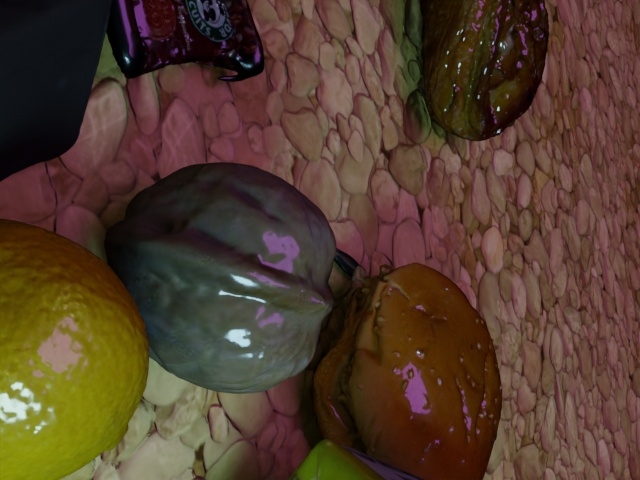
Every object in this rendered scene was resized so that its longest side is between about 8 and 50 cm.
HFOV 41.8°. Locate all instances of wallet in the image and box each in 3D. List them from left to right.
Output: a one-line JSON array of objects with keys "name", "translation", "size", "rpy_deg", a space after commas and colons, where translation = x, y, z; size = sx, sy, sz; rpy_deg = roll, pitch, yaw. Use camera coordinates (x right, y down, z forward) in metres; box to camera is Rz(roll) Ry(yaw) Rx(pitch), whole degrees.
[{"name": "wallet", "translation": [-0.286, -0.056, 0.563], "size": [0.051, 0.197, 0.377], "rpy_deg": [37, 41, 4]}]

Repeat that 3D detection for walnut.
[{"name": "walnut", "translation": [-0.089, 0.032, 0.776], "size": [0.224, 0.224, 0.224], "rpy_deg": [13, 74, -52]}]

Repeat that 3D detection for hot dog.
[{"name": "hot dog", "translation": [0.255, -0.354, 1.336], "size": [0.267, 0.174, 0.387], "rpy_deg": [14, 72, -54]}]

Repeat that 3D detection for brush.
[{"name": "brush", "translation": [0.000, 0.000, 1.066], "size": [0.193, 0.016, 0.063], "rpy_deg": [40, 54, -42]}]

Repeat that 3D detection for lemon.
[{"name": "lemon", "translation": [-0.228, 0.080, 0.613], "size": [0.244, 0.187, 0.187], "rpy_deg": [47, 49, -35]}]

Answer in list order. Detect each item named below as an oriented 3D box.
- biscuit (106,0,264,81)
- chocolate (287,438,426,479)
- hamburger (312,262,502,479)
[{"name": "biscuit", "translation": [-0.150, -0.239, 0.868], "size": [0.235, 0.063, 0.151], "rpy_deg": [-18, 99, -56]}, {"name": "chocolate", "translation": [0.031, 0.362, 0.850], "size": [0.288, 0.137, 0.301], "rpy_deg": [-50, 136, 4]}, {"name": "hamburger", "translation": [0.121, 0.183, 1.074], "size": [0.314, 0.170, 0.290], "rpy_deg": [55, 38, -30]}]
